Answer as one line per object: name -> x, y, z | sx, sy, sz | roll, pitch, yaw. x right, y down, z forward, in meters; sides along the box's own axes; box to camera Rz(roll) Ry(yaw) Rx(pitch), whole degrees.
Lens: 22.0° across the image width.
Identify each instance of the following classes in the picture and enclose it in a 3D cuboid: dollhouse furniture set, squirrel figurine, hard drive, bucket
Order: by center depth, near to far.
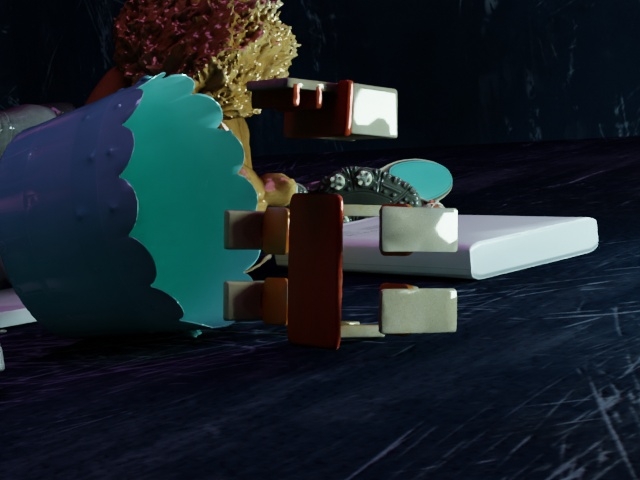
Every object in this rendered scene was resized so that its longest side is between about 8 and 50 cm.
dollhouse furniture set -> -0.003, -0.024, 1.608 | 0.135, 0.259, 0.262 | 1, 0, -38
bucket -> -0.204, -0.026, 1.757 | 0.183, 0.281, 0.281 | -11, 4, 25
hard drive -> 0.142, 0.004, 2.100 | 0.233, 0.047, 0.353 | -12, 9, -41
squirrel figurine -> -0.171, -0.130, 2.109 | 0.281, 0.397, 0.370 | 2, 18, -17

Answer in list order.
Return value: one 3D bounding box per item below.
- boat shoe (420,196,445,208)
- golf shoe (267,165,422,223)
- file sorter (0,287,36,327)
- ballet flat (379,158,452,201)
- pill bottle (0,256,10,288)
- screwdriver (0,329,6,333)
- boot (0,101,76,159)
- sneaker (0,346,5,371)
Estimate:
boat shoe -> 0.163, -0.040, 2.434 | 0.049, 0.043, 0.137 | -6, 8, -21
golf shoe -> 0.032, -0.055, 2.445 | 0.272, 0.105, 0.120 | -2, 1, 26
file sorter -> -0.376, 0.006, 2.002 | 0.277, 0.173, 0.193 | -9, 9, -28
ballet flat -> 0.099, -0.076, 2.659 | 0.248, 0.086, 0.086 | -12, 9, -34
pill bottle -> -0.474, 0.023, 2.193 | 0.180, 0.108, 0.108 | -5, 7, 7
screwdriver -> -0.435, 0.108, 1.845 | 0.169, 0.024, 0.025 | -8, 36, -31
boot -> -0.485, -0.104, 2.127 | 0.222, 0.118, 0.338 | -4, -20, -44
sneaker -> -0.466, 0.078, 1.589 | 0.365, 0.150, 0.135 | -2, 9, 28
